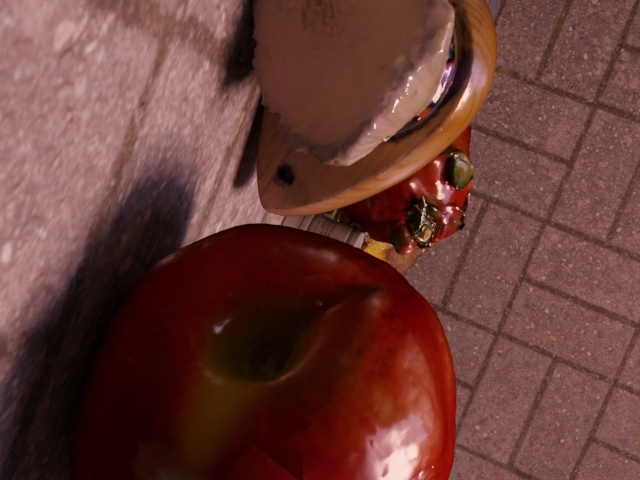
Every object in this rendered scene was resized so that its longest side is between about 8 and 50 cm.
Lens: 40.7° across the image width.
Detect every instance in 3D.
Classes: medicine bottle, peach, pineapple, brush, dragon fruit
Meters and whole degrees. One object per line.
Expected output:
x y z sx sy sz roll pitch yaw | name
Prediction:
0.000 0.000 1.029 0.058 0.091 0.058 23 90 -81 | medicine bottle
-0.039 0.154 0.640 0.338 0.281 0.281 92 23 -54 | peach
0.062 -0.029 1.246 0.250 0.140 0.164 -47 140 6 | pineapple
0.014 -0.114 0.692 0.267 0.174 0.166 -54 163 25 | brush
0.105 -0.124 1.013 0.200 0.198 0.269 44 -58 54 | dragon fruit

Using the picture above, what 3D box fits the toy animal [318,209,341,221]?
0.013 -0.047 1.163 0.217 0.041 0.075 -61 171 -54 | toy animal
